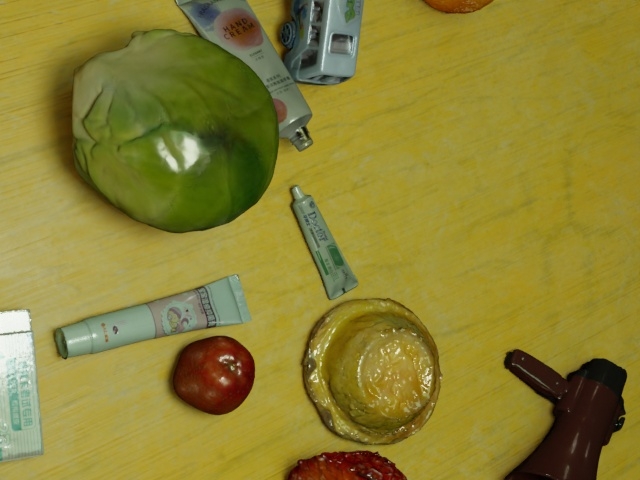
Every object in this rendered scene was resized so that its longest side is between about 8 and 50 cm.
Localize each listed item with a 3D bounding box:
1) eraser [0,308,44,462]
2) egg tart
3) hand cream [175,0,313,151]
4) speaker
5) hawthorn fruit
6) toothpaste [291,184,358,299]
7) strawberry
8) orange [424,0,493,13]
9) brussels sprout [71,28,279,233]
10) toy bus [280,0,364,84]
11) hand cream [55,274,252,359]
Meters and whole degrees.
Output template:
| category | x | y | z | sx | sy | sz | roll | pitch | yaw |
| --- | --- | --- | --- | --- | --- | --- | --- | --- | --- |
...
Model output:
| category | x | y | z | sx | sy | sz | roll | pitch | yaw |
| --- | --- | --- | --- | --- | --- | --- | --- | --- | --- |
| eraser | -0.478 | 0.220 | 1.613 | 0.095 | 0.052 | 0.225 | -5 | 89 | -28 |
| egg tart | 0.107 | 0.232 | 1.911 | 0.288 | 0.118 | 0.288 | 2 | 85 | -25 |
| hand cream | -0.112 | -0.301 | 1.827 | 0.124 | 0.078 | 0.341 | -30 | 87 | -28 |
| speaker | 0.462 | 0.368 | 2.111 | 0.259 | 0.198 | 0.330 | 17 | 57 | 12 |
| hawthorn fruit | -0.165 | 0.217 | 1.741 | 0.132 | 0.138 | 0.133 | 4 | 82 | -27 |
| toothpaste | 0.000 | 0.000 | 1.908 | 0.064 | 0.041 | 0.218 | -29 | 103 | -16 |
| strawberry | 0.069 | 0.428 | 1.837 | 0.178 | 0.234 | 0.234 | -36 | 105 | -50 |
| orange | 0.267 | -0.526 | 2.026 | 0.193 | 0.161 | 0.193 | -1 | 91 | -31 |
| brussels sprout | -0.230 | -0.162 | 1.676 | 0.344 | 0.268 | 0.344 | 8 | 63 | -17 |
| toy bus | 0.015 | -0.428 | 1.832 | 0.109 | 0.136 | 0.330 | 0 | 102 | -33 |
| hand cream | -0.267 | 0.129 | 1.743 | 0.331 | 0.058 | 0.085 | -12 | 76 | -34 |
